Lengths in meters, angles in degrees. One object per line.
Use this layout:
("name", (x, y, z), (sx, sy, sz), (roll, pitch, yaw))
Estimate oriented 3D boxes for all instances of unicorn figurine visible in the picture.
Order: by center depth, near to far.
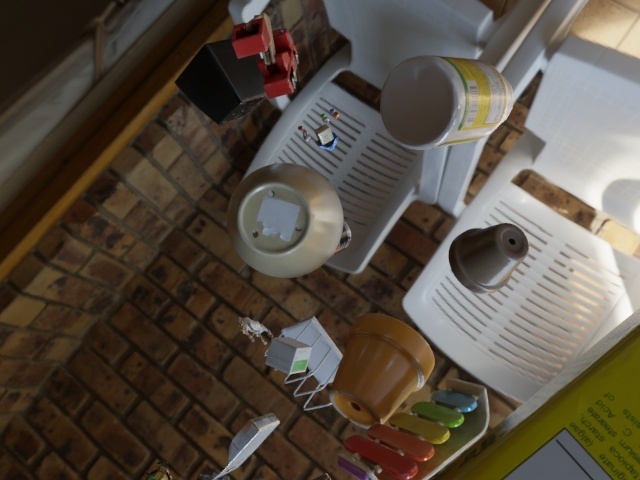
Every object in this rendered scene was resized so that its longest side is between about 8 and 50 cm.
("unicorn figurine", (-0.199, 0.270, 1.521), (0.111, 0.060, 0.162), (39, 167, 42))

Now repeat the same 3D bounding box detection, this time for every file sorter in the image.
("file sorter", (-0.048, 0.459, 1.860), (0.192, 0.173, 0.278), (-28, 100, 42))

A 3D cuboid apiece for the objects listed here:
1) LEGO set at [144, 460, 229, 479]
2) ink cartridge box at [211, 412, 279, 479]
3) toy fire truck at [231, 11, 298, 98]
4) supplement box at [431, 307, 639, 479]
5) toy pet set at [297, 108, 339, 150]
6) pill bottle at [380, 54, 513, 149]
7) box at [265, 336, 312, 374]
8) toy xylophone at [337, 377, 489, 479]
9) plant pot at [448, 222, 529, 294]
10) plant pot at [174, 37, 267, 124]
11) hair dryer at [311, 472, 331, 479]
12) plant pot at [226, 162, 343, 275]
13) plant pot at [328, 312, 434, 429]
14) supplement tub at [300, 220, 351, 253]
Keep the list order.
("LEGO set", (-0.384, 0.760, 1.367), (0.254, 0.332, 0.192), (7, 179, 1))
("ink cartridge box", (-0.201, 0.535, 1.313), (0.045, 0.179, 0.145), (46, -175, 20))
("toy fire truck", (-0.081, -0.303, 0.789), (0.047, 0.192, 0.135), (-11, 134, 13))
("supplement box", (0.252, 0.220, 0.431), (0.194, 0.356, 0.195), (51, -176, 24))
("toy pet set", (0.013, -0.308, 1.441), (0.065, 0.122, 0.114), (63, 178, -35))
("pill bottle", (0.186, -0.192, 0.695), (0.117, 0.118, 0.208), (32, -147, 32))
("box", (-0.100, 0.361, 1.581), (0.102, 0.087, 0.101), (15, 179, 29))
("toy xylophone", (0.173, 0.383, 0.989), (0.236, 0.322, 0.081), (-13, 100, 54))
("plant pot", (0.650, 0.047, 1.887), (0.263, 0.263, 0.229), (38, 152, 1))
("plant pot", (-0.255, -0.436, 1.398), (0.187, 0.188, 0.167), (-27, 96, 45))
("hair dryer", (-0.076, 0.624, 1.028), (0.080, 0.224, 0.293), (32, -168, 25))
("plant pot", (-0.076, -0.042, 0.980), (0.256, 0.256, 0.274), (38, -179, -1))
("plant pot", (0.119, 0.298, 1.104), (0.205, 0.188, 0.205), (24, 140, 22))
("supplement tub", (0.000, 0.000, 1.536), (0.117, 0.117, 0.190), (34, -149, 23))
